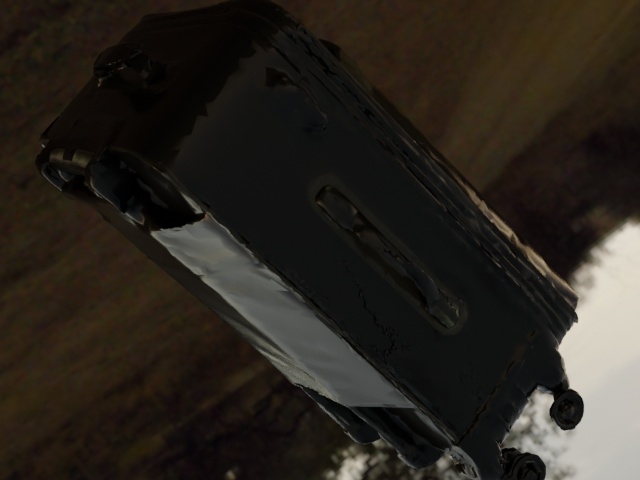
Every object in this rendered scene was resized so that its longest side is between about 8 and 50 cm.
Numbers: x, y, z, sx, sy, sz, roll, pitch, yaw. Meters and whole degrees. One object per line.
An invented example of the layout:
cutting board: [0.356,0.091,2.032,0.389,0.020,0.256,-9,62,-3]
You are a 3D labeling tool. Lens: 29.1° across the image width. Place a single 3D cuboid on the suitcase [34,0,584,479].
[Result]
suitcase: [0.000,0.000,0.944,0.194,0.434,0.283,-55,-153,-13]
